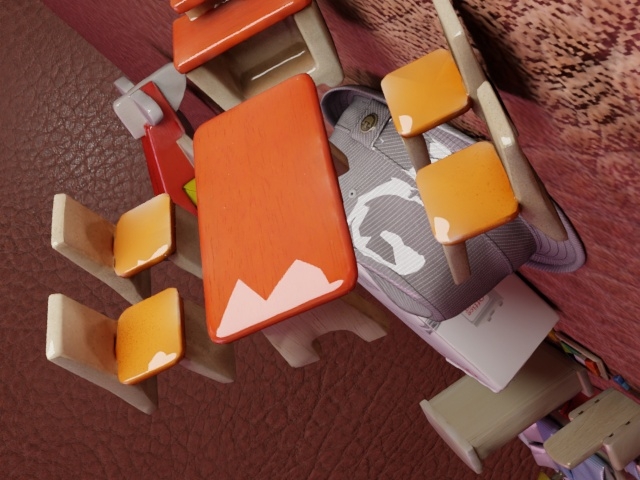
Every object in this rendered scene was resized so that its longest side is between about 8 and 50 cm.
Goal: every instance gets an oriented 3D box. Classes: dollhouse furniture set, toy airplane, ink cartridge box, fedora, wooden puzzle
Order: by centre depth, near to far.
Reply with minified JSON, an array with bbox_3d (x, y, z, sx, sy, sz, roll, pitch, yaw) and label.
[{"bbox_3d":[-0.037,-0.064,0.432,0.135,0.262,0.259,47,-156,-48],"label":"dollhouse furniture set"},{"bbox_3d":[0.077,-0.016,0.666,0.275,0.124,0.244,38,176,40],"label":"fedora"},{"bbox_3d":[0.117,0.033,0.917,0.283,0.117,0.207,41,176,-11],"label":"ink cartridge box"},{"bbox_3d":[0.330,0.147,0.959,0.078,0.014,0.116,43,175,-41],"label":"wooden puzzle"},{"bbox_3d":[0.330,0.335,1.071,0.303,0.198,0.286,61,171,-24],"label":"dollhouse furniture set"},{"bbox_3d":[-0.254,-0.174,1.511,0.386,0.272,0.384,65,157,10],"label":"toy airplane"}]

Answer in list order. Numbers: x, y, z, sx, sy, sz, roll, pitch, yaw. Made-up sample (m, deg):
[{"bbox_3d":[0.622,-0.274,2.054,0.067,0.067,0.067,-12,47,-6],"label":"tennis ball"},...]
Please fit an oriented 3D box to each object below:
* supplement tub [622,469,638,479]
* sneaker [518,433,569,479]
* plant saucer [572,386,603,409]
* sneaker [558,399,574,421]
[{"bbox_3d":[0.591,0.535,1.326,0.316,0.228,0.228,39,176,22],"label":"supplement tub"},{"bbox_3d":[0.526,0.439,1.549,0.366,0.137,0.210,42,-179,24],"label":"sneaker"},{"bbox_3d":[0.499,0.322,1.101,0.258,0.048,0.259,41,177,-12],"label":"plant saucer"},{"bbox_3d":[0.378,0.282,1.291,0.279,0.118,0.107,40,177,2],"label":"sneaker"}]
